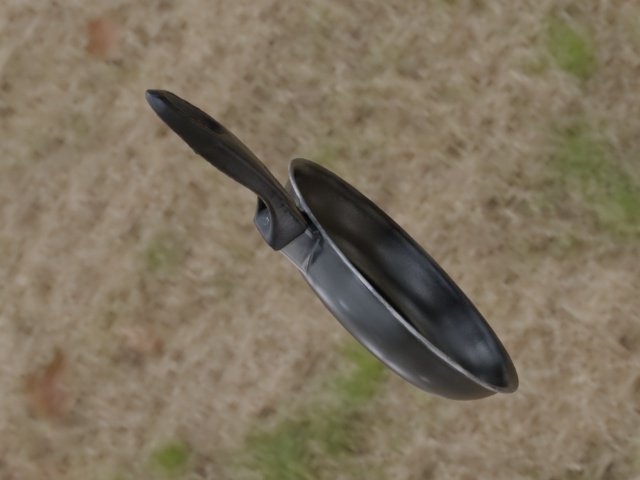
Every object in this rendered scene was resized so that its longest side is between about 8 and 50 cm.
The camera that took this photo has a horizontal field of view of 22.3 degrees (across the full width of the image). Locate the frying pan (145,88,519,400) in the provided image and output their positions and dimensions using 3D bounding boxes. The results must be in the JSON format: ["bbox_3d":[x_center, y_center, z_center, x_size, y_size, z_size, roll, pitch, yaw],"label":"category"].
[{"bbox_3d":[0.019,0.022,0.942,0.053,0.326,0.197,-45,70,13],"label":"frying pan"}]
